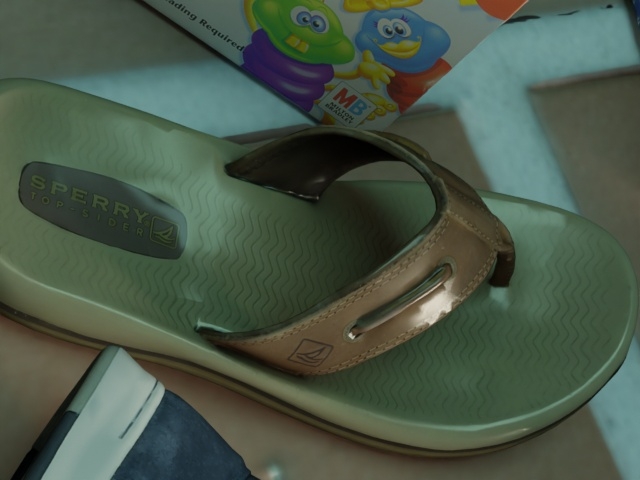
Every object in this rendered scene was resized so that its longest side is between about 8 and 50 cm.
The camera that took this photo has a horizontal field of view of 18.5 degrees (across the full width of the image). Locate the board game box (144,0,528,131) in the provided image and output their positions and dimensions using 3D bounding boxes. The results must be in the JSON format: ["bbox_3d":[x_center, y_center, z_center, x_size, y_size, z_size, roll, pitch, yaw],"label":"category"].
[{"bbox_3d":[0.037,-0.200,0.780,0.144,0.142,0.275,34,51,-13],"label":"board game box"}]

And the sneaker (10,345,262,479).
[{"bbox_3d":[-0.050,0.154,0.564,0.163,0.086,0.226,38,49,-6],"label":"sneaker"}]

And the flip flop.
[{"bbox_3d":[0.000,0.000,0.686,0.277,0.080,0.112,17,57,-24],"label":"flip flop"}]

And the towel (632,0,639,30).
[{"bbox_3d":[0.237,-0.153,0.952,0.243,0.040,0.336,0,65,-32],"label":"towel"}]
